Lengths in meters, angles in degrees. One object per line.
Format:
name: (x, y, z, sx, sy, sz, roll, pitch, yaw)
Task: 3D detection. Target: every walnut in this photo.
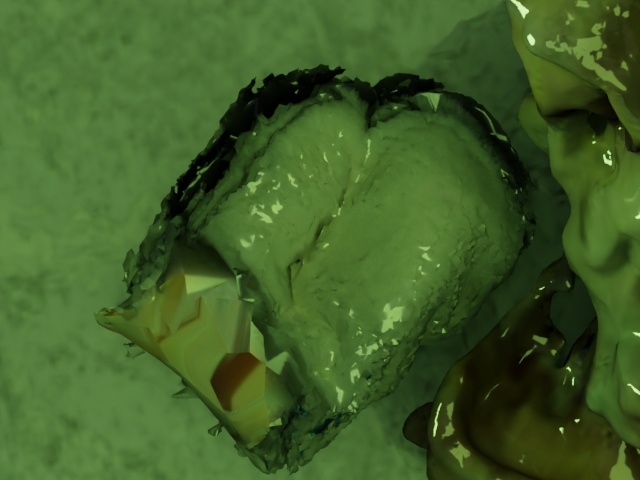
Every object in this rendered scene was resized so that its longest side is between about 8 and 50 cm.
walnut: (0.142, -0.005, 0.468, 0.204, 0.141, 0.238, -23, 134, -39)

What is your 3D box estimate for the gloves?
gloves: (0.000, 0.001, 0.521, 0.114, 0.070, 0.153, 44, 80, 6)
